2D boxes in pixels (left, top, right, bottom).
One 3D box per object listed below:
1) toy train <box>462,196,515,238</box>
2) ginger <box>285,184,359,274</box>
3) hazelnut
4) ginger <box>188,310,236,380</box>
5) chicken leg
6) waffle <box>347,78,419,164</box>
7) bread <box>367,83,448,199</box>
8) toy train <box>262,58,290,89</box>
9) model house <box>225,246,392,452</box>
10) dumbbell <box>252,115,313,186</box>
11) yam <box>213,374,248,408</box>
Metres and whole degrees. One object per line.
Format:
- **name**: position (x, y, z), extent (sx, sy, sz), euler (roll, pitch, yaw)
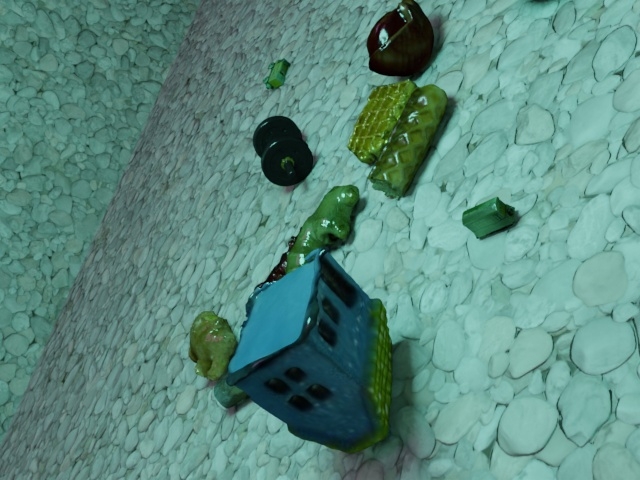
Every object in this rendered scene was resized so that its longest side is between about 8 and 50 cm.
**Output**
- **toy train**: position (0.297, -0.040, 1.307), extent (0.093, 0.056, 0.038), euler (-26, 43, 44)
- **ginger**: position (0.001, -0.005, 1.700), extent (0.137, 0.089, 0.290), euler (36, 89, 43)
- **hazelnut**: position (0.191, -0.491, 1.805), extent (0.170, 0.160, 0.202), euler (-37, 40, 35)
- **ginger**: position (-0.277, 0.255, 1.856), extent (0.216, 0.102, 0.157), euler (24, 106, 58)
- **chicken leg**: position (-0.081, 0.055, 1.804), extent (0.219, 0.048, 0.089), euler (-56, 26, 3)
- **waffle**: position (0.145, -0.277, 1.771), extent (0.160, 0.055, 0.211), euler (1, 63, 58)
- **bread**: position (0.197, -0.222, 1.608), extent (0.087, 0.098, 0.269), euler (24, 80, 19)
- **toy train**: position (-0.151, -0.570, 2.519), extent (0.081, 0.050, 0.122), euler (-13, 50, 46)
- **model house**: position (0.013, 0.206, 1.271), extent (0.215, 0.303, 0.237), euler (-30, 27, 28)
- **dumbbell**: position (-0.106, -0.249, 2.039), extent (0.143, 0.143, 0.325), euler (-49, 30, 15)
- **yam**: position (-0.171, 0.320, 1.667), extent (0.169, 0.068, 0.068), euler (-38, 34, 33)
